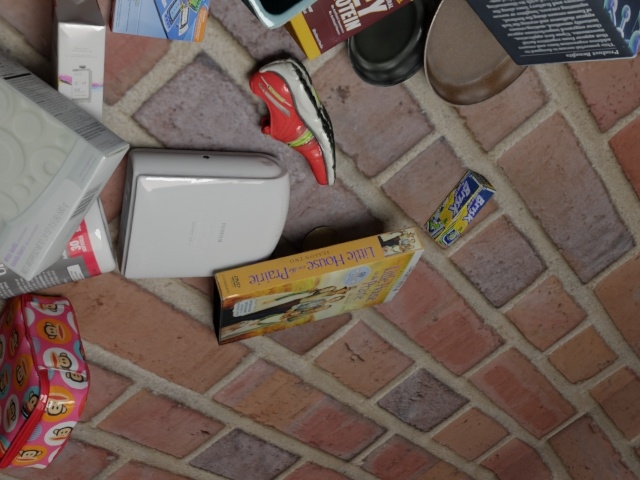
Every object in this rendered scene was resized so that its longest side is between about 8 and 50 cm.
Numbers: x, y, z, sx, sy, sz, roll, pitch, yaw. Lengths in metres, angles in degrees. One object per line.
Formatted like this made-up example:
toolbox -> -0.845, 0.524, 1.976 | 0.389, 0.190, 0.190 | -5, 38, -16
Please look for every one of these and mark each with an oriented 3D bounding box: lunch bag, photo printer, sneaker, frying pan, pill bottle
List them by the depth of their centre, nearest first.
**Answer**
pill bottle -> -0.517, 0.005, 1.196 | 0.318, 0.176, 0.176 | -15, 134, -13
frying pan -> 0.158, -0.415, 1.230 | 0.197, 0.053, 0.326 | 17, 110, -43
sneaker -> -0.047, -0.207, 1.308 | 0.118, 0.107, 0.279 | -15, 134, 13
lunch bag -> -0.542, 0.267, 1.340 | 0.120, 0.293, 0.258 | 15, 121, -40
photo printer -> -0.210, -0.046, 1.345 | 0.307, 0.107, 0.256 | 0, 130, -25

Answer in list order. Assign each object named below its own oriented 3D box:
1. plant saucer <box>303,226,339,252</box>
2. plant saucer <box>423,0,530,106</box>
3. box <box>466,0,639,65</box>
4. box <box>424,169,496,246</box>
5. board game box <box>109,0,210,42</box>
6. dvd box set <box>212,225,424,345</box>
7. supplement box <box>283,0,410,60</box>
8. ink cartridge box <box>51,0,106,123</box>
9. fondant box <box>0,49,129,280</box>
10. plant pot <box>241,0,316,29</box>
plant saucer -> 0.000, 0.000, 1.552 | 0.083, 0.015, 0.083 | -13, 133, -15
plant saucer -> 0.299, -0.388, 1.292 | 0.310, 0.050, 0.311 | -22, 137, -22
box -> 0.329, -0.488, 1.038 | 0.395, 0.212, 0.293 | 34, 75, -39
box -> 0.309, -0.070, 1.604 | 0.054, 0.059, 0.169 | 15, 121, -37
board game box -> -0.219, -0.432, 1.053 | 0.145, 0.027, 0.281 | 1, 128, -25
dvd box set -> -0.017, 0.103, 1.525 | 0.420, 0.062, 0.307 | -13, 158, -15
supplement box -> 0.013, -0.405, 1.071 | 0.194, 0.191, 0.129 | -30, 136, 2
ink cartridge box -> -0.365, -0.254, 1.081 | 0.067, 0.115, 0.198 | -3, 131, -24
fondant box -> -0.478, -0.135, 1.027 | 0.330, 0.096, 0.238 | 37, 110, -4
plant pot -> -0.064, -0.455, 0.904 | 0.248, 0.252, 0.247 | -36, 124, -4
